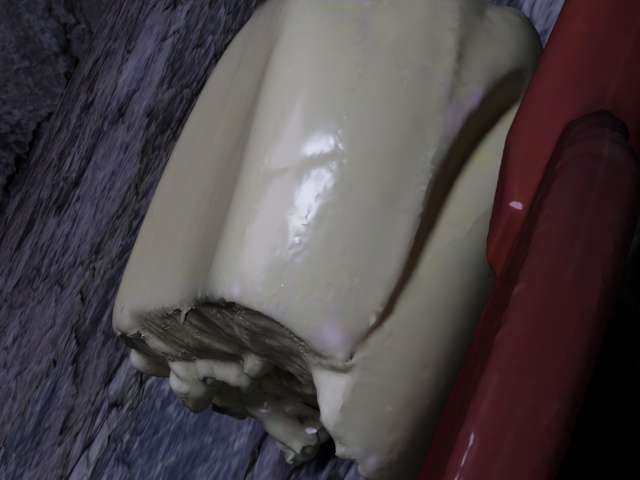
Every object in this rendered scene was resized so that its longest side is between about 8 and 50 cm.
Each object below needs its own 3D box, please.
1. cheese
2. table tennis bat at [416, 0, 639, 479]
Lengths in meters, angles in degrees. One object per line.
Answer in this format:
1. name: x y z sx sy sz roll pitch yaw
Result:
1. cheese: 0.000 0.000 0.833 0.266 0.127 0.233 168 123 -75
2. table tennis bat: 0.051 0.057 0.604 0.268 0.051 0.414 105 -173 -57
